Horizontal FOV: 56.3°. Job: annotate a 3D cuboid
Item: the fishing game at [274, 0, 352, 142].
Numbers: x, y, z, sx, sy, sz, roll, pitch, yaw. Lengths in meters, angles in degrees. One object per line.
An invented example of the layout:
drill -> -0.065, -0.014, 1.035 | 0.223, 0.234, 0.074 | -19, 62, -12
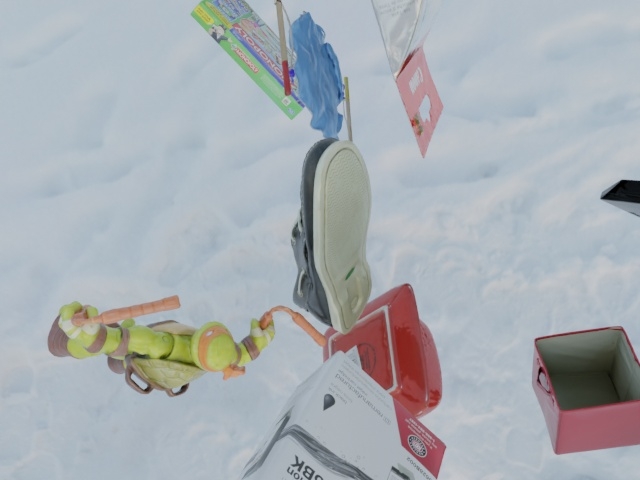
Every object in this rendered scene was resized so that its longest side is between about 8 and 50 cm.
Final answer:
fishing game -> -0.010, -0.233, 0.863 | 0.041, 0.264, 0.189 | -9, 81, 21

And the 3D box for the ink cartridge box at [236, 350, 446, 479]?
ink cartridge box -> 0.009, 0.146, 0.349 | 0.099, 0.056, 0.135 | 42, 33, -1

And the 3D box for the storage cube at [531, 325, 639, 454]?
storage cube -> 0.572, 0.323, 1.284 | 0.215, 0.193, 0.183 | -11, 43, 7

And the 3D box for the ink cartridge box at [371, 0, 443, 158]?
ink cartridge box -> 0.170, -0.369, 0.986 | 0.091, 0.385, 0.308 | -12, 23, 24

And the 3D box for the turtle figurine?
turtle figurine -> -0.139, 0.101, 0.562 | 0.217, 0.269, 0.087 | -6, 78, 40

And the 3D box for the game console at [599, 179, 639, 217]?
game console -> 0.651, -0.042, 0.935 | 0.361, 0.213, 0.044 | 14, 92, 49

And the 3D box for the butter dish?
butter dish -> 0.088, 0.158, 0.709 | 0.118, 0.160, 0.160 | 25, 45, -34

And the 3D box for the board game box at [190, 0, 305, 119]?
board game box -> -0.140, -0.445, 1.416 | 0.317, 0.046, 0.213 | 45, 28, -14

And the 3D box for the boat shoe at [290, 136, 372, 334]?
boat shoe -> 0.000, 0.000, 0.565 | 0.079, 0.233, 0.084 | 27, 55, 25
